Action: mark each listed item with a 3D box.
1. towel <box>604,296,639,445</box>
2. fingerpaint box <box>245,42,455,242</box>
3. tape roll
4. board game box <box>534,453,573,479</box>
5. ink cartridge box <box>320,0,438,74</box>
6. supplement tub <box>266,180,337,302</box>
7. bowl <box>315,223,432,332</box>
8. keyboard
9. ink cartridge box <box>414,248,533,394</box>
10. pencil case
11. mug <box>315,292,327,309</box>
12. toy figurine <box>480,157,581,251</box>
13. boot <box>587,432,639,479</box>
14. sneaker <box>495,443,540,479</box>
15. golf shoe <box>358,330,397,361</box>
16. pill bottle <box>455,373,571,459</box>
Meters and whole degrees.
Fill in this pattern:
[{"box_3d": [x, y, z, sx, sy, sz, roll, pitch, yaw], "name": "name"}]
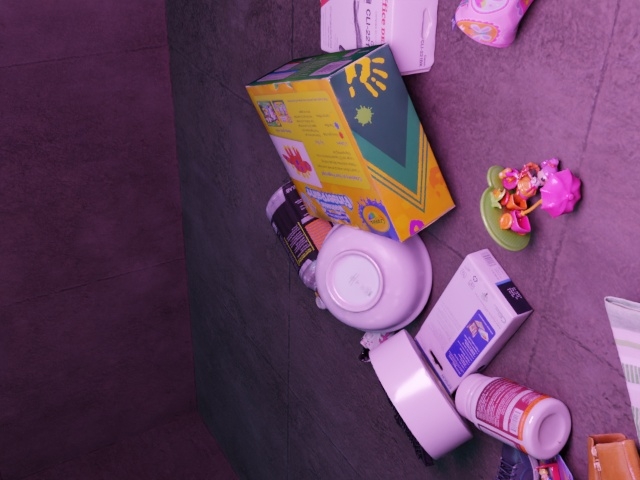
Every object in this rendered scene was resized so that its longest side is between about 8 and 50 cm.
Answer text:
[{"box_3d": [0.559, 0.256, 1.080, 0.248, 0.038, 0.325, 18, 131, 65], "name": "towel"}, {"box_3d": [0.054, -0.220, 1.581, 0.445, 0.163, 0.371, 19, 139, 63], "name": "fingerpaint box"}, {"box_3d": [0.226, 0.344, 1.599, 0.286, 0.100, 0.286, 55, -176, -7], "name": "tape roll"}, {"box_3d": [0.452, 0.478, 1.402, 0.169, 0.033, 0.133, -104, 11, -66], "name": "board game box"}, {"box_3d": [0.117, -0.478, 1.500, 0.273, 0.114, 0.197, 37, 136, 48], "name": "ink cartridge box"}, {"box_3d": [0.000, 0.000, 1.892, 0.316, 0.193, 0.194, 61, 150, 25], "name": "supplement tub"}, {"box_3d": [0.100, 0.084, 1.653, 0.297, 0.134, 0.298, 4, 99, 25], "name": "bowl"}, {"box_3d": [0.213, 0.456, 1.810, 0.317, 0.033, 0.202, -120, 7, -62], "name": "keyboard"}, {"box_3d": [0.319, 0.183, 1.533, 0.165, 0.065, 0.333, 59, 148, 27], "name": "ink cartridge box"}, {"box_3d": [0.316, -0.448, 1.139, 0.124, 0.124, 0.284, 61, 151, 24], "name": "pencil case"}, {"box_3d": [0.018, 0.174, 2.093, 0.078, 0.064, 0.062, -10, 96, 63], "name": "mug"}, {"box_3d": [0.383, -0.087, 1.254, 0.159, 0.130, 0.173, -31, 51, 48], "name": "toy figurine"}, {"box_3d": [0.521, 0.464, 1.294, 0.295, 0.104, 0.211, 106, 158, -68], "name": "boot"}, {"box_3d": [0.379, 0.528, 1.500, 0.086, 0.163, 0.226, 13, 115, 61], "name": "sneaker"}, {"box_3d": [0.150, 0.254, 1.867, 0.067, 0.086, 0.186, 50, 143, 41], "name": "golf shoe"}, {"box_3d": [0.383, 0.348, 1.438, 0.221, 0.121, 0.121, 14, 117, 59], "name": "pill bottle"}]
